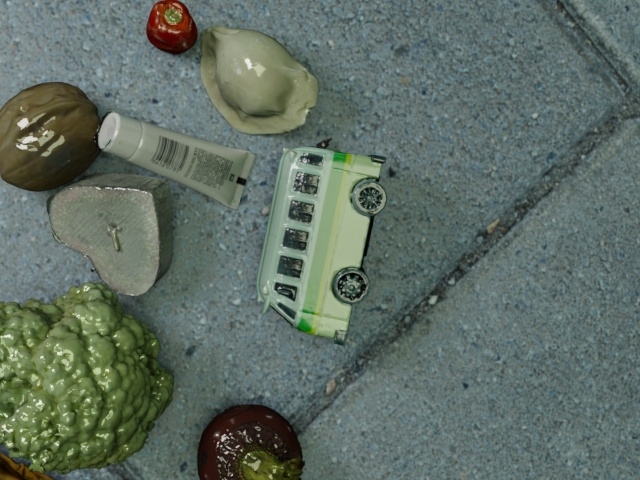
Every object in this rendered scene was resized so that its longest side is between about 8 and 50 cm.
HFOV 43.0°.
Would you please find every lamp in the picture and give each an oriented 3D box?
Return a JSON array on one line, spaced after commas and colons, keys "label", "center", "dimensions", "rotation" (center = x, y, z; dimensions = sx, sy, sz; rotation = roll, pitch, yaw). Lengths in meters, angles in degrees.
[{"label": "lamp", "center": [-0.103, 0.320, 1.188], "dimensions": [0.157, 0.135, 0.156], "rotation": [-12, 92, -7]}]

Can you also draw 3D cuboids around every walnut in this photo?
[{"label": "walnut", "center": [-0.385, -0.145, 1.139], "dimensions": [0.162, 0.140, 0.140], "rotation": [-33, 96, -18]}]

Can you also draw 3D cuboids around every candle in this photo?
[{"label": "candle", "center": [-0.282, -0.025, 1.160], "dimensions": [0.168, 0.068, 0.192], "rotation": [-40, 99, 23]}]

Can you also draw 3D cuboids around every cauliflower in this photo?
[{"label": "cauliflower", "center": [-0.353, 0.173, 1.101], "dimensions": [0.281, 0.327, 0.260], "rotation": [10, 69, 34]}]

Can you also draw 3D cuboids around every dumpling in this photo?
[{"label": "dumpling", "center": [-0.103, -0.232, 1.206], "dimensions": [0.111, 0.181, 0.155], "rotation": [-9, 127, -43]}]

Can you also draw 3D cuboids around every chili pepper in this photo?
[{"label": "chili pepper", "center": [-0.216, -0.305, 1.169], "dimensions": [0.070, 0.123, 0.073], "rotation": [-29, 97, -6]}]

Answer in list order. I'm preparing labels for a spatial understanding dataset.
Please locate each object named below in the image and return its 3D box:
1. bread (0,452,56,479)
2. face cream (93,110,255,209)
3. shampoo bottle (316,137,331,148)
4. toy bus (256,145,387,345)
[{"label": "bread", "center": [-0.492, 0.361, 1.113], "dimensions": [0.294, 0.132, 0.167], "rotation": [31, 111, -11]}, {"label": "face cream", "center": [-0.202, -0.121, 1.170], "dimensions": [0.243, 0.058, 0.092], "rotation": [19, 90, -40]}, {"label": "shampoo bottle", "center": [0.030, -0.091, 1.260], "dimensions": [0.048, 0.027, 0.137], "rotation": [-26, 95, 0]}, {"label": "toy bus", "center": [0.000, 0.000, 1.189], "dimensions": [0.164, 0.133, 0.276], "rotation": [12, 94, -1]}]
